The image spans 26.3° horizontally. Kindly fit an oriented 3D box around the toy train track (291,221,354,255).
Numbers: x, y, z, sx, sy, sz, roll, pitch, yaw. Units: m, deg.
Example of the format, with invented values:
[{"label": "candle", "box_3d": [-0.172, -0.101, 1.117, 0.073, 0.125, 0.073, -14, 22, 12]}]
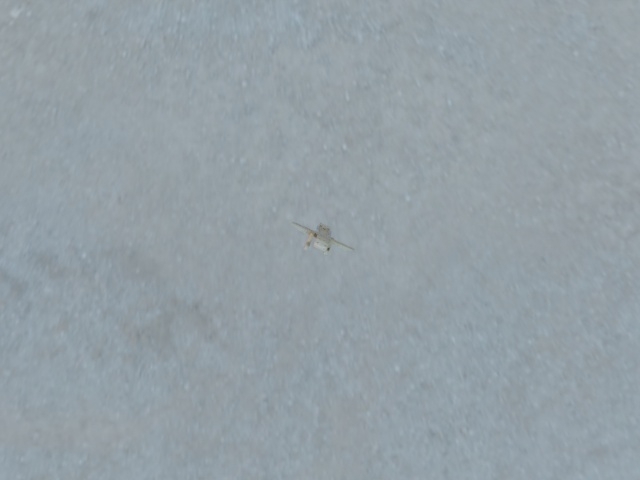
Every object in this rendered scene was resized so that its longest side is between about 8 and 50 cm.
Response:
[{"label": "toy train track", "box_3d": [0.000, 0.000, 0.978, 0.048, 0.083, 0.014, 24, 99, -2]}]
